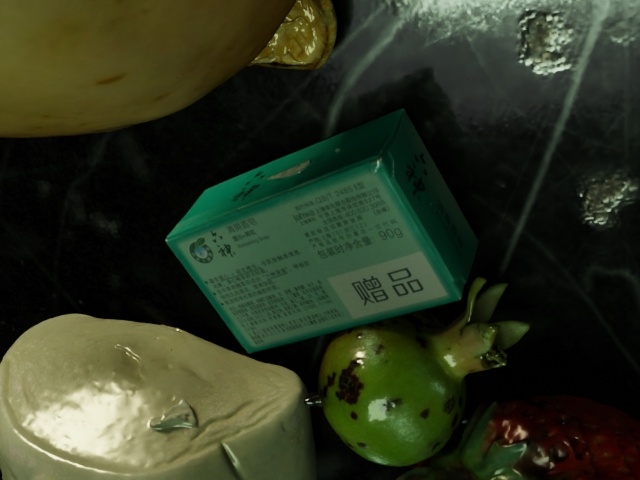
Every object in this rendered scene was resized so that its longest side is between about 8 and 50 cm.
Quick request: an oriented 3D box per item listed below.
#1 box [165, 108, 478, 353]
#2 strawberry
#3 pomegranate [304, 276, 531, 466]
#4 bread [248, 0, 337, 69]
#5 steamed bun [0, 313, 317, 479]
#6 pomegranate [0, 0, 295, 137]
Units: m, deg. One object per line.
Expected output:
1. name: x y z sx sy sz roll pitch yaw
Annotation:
1. box: 0.000 0.000 0.730 0.245 0.092 0.153 -17 117 33
2. strawberry: 0.228 0.291 0.759 0.288 0.238 0.250 36 135 -18
3. pomegranate: 0.085 0.111 0.741 0.156 0.156 0.220 32 118 -3
4. bread: -0.039 -0.179 0.645 0.110 0.044 0.083 7 125 21
5. steamed bun: -0.208 0.250 0.906 0.383 0.236 0.247 11 129 15
6. pomegranate: -0.186 -0.250 0.436 0.411 0.411 0.411 11 128 15
